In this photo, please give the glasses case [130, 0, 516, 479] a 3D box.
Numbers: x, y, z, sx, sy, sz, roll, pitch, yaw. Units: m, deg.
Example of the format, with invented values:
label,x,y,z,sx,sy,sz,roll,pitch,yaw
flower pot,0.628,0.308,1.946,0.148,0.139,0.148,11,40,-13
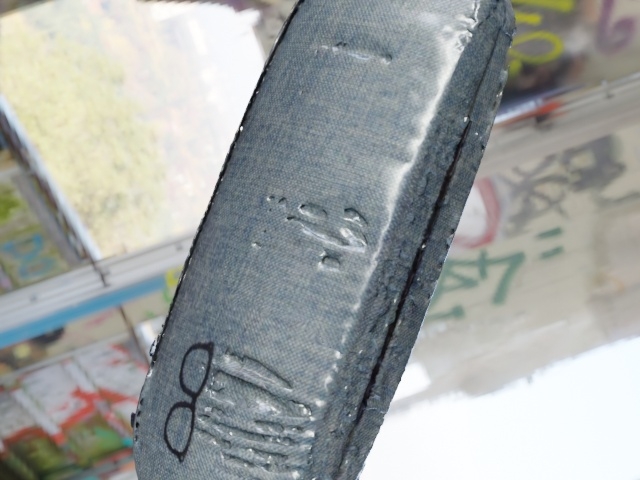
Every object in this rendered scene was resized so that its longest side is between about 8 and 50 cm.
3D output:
label,x,y,z,sx,sy,sz,roll,pitch,yaw
glasses case,0.000,0.000,0.526,0.109,0.282,0.067,18,-3,40
